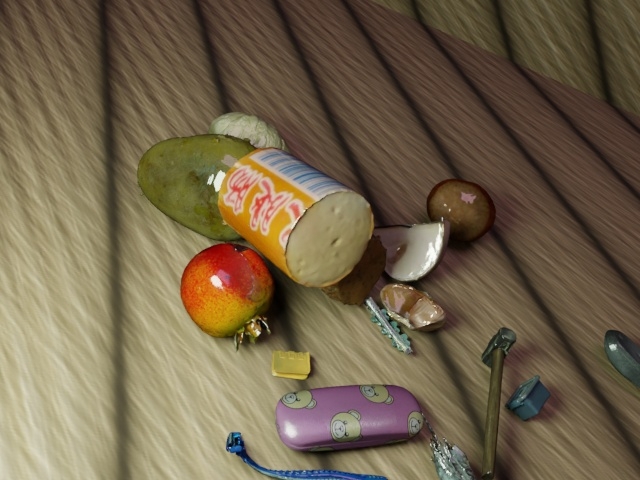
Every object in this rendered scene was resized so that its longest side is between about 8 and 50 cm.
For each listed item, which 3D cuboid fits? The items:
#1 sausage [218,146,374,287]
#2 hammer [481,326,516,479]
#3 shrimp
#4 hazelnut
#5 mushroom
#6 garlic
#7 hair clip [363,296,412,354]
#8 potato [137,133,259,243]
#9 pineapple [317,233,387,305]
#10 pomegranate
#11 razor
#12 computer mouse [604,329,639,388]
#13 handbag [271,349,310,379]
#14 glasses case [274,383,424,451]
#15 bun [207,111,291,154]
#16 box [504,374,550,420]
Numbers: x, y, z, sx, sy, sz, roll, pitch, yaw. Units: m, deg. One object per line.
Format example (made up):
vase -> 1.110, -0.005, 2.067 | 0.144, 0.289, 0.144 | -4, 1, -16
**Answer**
sausage -> -0.058, -0.058, 1.258 | 0.233, 0.233, 0.287 | -19, 38, -33
hammer -> 0.382, 0.357, 1.265 | 0.043, 0.111, 0.366 | 22, 43, 4
shrimp -> 0.266, 0.452, 1.142 | 0.079, 0.090, 0.233 | -26, 71, -14
hazelnut -> 0.418, -0.092, 1.696 | 0.214, 0.176, 0.214 | 32, 18, -12
mushroom -> 0.248, 0.038, 1.554 | 0.236, 0.173, 0.162 | -4, 79, 28
garlic -> 0.228, 0.163, 1.419 | 0.174, 0.099, 0.124 | 35, 3, 24
hair clip -> 0.167, 0.209, 1.395 | 0.049, 0.049, 0.173 | -20, 60, -34
potato -> -0.292, -0.155, 1.450 | 0.358, 0.270, 0.219 | 23, 9, 12
pineapple -> 0.000, 0.000, 1.468 | 0.201, 0.202, 0.362 | -19, 40, -33
pomegranate -> -0.198, 0.119, 1.247 | 0.210, 0.210, 0.235 | -21, 72, -34
razor -> -0.027, 0.440, 1.092 | 0.323, 0.093, 0.056 | 17, 83, -7
computer mouse -> 0.815, 0.331, 1.477 | 0.229, 0.068, 0.113 | 49, 37, 15
handbag -> -0.065, 0.272, 1.261 | 0.083, 0.027, 0.061 | 8, 45, -9
glasses case -> 0.062, 0.361, 1.176 | 0.316, 0.076, 0.123 | 1, 40, -19
bun -> -0.191, -0.270, 1.608 | 0.243, 0.244, 0.153 | 19, 81, 1
box -> 0.484, 0.368, 1.325 | 0.099, 0.074, 0.054 | -32, 76, -40
